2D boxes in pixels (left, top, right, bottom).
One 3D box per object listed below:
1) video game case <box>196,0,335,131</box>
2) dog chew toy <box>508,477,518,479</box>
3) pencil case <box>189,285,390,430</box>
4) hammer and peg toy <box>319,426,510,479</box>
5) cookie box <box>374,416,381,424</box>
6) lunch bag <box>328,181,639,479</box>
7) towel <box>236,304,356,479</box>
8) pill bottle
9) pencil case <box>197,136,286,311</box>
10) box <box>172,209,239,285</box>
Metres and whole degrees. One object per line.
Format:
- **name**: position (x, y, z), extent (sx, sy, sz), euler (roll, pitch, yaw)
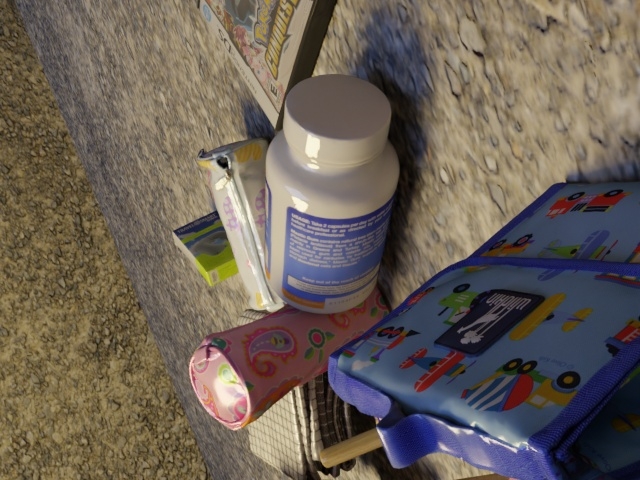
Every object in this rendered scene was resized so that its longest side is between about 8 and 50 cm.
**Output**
- **video game case**: position (-0.081, -0.317, 0.909), extent (0.248, 0.035, 0.275), euler (58, 155, 17)
- **dog chew toy**: position (0.282, 0.227, 0.436), extent (0.332, 0.206, 0.206), euler (11, 127, 26)
- **pencil case**: position (-0.031, 0.130, 0.920), extent (0.124, 0.284, 0.124), euler (23, 125, 37)
- **hammer and peg toy**: position (0.149, 0.328, 0.740), extent (0.127, 0.266, 0.361), euler (38, -140, -49)
- **cookie box**: position (0.106, 0.227, 1.012), extent (0.092, 0.040, 0.107), euler (11, 123, 60)
- **lunch bag**: position (0.157, 0.068, 0.463), extent (0.221, 0.293, 0.138), euler (6, 117, 62)
- **towel**: position (-0.039, 0.253, 1.203), extent (0.235, 0.121, 0.283), euler (-2, 97, 62)
- **pill bottle**: position (0.011, -0.050, 0.824), extent (0.152, 0.152, 0.272), euler (50, 151, 32)
- **pencil case**: position (-0.099, -0.027, 1.109), extent (0.124, 0.113, 0.273), euler (-119, 11, -74)
- **box**: position (-0.209, 0.007, 1.366), extent (0.178, 0.109, 0.042), euler (42, 150, 42)
